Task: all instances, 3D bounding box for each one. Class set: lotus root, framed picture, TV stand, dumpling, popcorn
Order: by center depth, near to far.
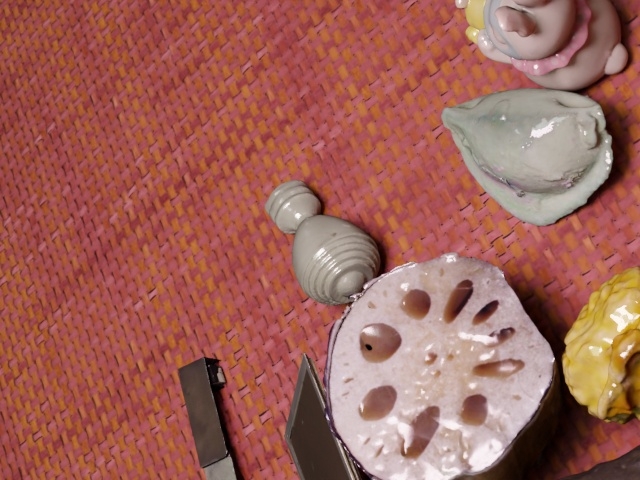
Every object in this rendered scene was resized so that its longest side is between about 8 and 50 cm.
[{"bbox_3d":[0.326,0.112,1.457,0.180,0.180,0.170,-41,55,23],"label":"popcorn"},{"bbox_3d":[0.149,0.169,1.568,0.272,0.192,0.272,-14,56,22],"label":"lotus root"},{"bbox_3d":[0.226,-0.099,1.611,0.216,0.105,0.149,12,88,37],"label":"dumpling"},{"bbox_3d":[0.006,0.263,1.658,0.252,0.014,0.197,103,148,-60],"label":"framed picture"},{"bbox_3d":[-0.125,0.277,1.838,0.049,0.040,0.256,-29,65,28],"label":"TV stand"}]

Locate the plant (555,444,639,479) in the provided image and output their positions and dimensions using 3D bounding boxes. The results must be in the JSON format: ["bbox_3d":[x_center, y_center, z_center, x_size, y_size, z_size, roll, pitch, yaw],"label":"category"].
[{"bbox_3d":[0.355,0.288,1.391,0.276,0.188,0.199,-18,63,12],"label":"plant"}]

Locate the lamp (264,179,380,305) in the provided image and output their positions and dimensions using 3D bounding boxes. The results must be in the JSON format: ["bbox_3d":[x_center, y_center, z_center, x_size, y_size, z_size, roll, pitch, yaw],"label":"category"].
[{"bbox_3d":[0.000,0.000,1.769,0.106,0.106,0.193,-51,47,17],"label":"lamp"}]

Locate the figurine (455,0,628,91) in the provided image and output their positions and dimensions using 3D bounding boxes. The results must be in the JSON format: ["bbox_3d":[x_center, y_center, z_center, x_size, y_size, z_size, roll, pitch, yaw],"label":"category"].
[{"bbox_3d":[0.224,-0.247,1.559,0.127,0.235,0.155,-53,56,16],"label":"figurine"}]
